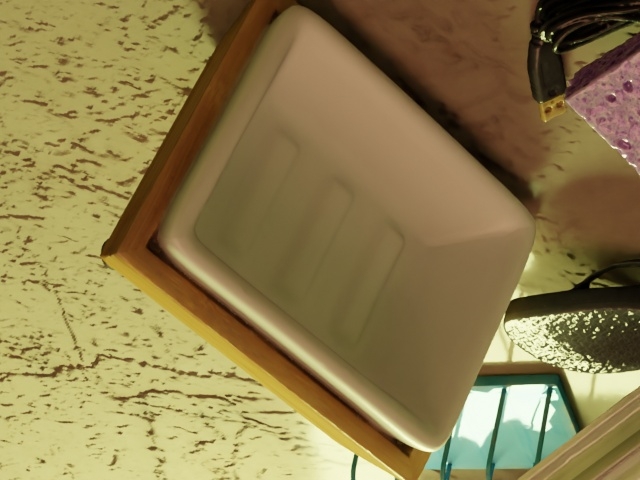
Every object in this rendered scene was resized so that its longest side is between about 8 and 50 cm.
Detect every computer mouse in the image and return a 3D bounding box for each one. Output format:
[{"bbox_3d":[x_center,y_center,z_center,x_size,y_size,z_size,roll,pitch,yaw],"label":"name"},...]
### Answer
[{"bbox_3d":[0.237,-0.071,1.317,0.184,0.060,0.262,-3,138,21],"label":"computer mouse"}]

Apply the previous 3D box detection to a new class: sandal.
[{"bbox_3d":[0.264,0.048,1.469,0.254,0.054,0.097,-7,144,12],"label":"sandal"}]

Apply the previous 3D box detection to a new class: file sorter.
[{"bbox_3d":[0.123,0.189,1.637,0.170,0.104,0.118,-3,137,23],"label":"file sorter"}]

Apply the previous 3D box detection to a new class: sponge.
[{"bbox_3d":[0.269,-0.107,1.225,0.210,0.031,0.117,-33,113,32],"label":"sponge"}]

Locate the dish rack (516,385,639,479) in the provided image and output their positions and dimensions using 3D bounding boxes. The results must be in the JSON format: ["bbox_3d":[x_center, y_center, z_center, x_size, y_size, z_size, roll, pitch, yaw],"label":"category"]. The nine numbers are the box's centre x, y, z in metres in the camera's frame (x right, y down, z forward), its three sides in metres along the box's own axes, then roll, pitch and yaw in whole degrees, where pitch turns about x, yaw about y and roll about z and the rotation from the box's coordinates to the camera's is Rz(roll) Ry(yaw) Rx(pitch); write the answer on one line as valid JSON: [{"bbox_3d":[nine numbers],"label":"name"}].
[{"bbox_3d":[0.300,0.281,1.548,0.285,0.072,0.333,-41,110,18],"label":"dish rack"}]

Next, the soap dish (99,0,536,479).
[{"bbox_3d":[0.000,0.000,1.367,0.291,0.229,0.118,40,152,-28],"label":"soap dish"}]
